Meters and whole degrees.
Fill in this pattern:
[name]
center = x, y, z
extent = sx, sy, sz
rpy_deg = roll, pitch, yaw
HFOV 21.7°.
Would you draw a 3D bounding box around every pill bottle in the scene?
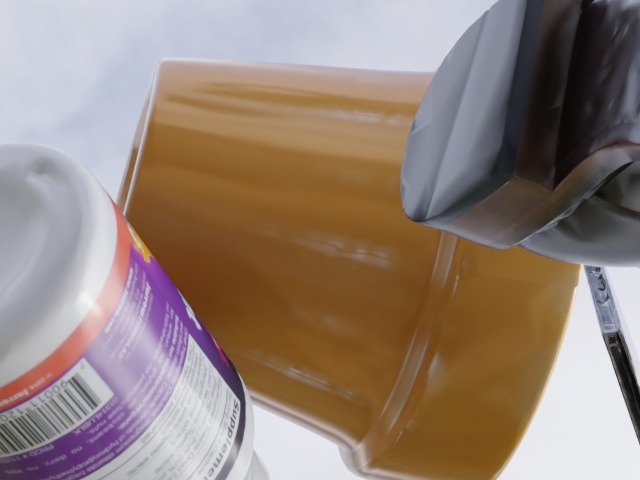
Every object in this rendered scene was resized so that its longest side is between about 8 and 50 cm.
[pill bottle]
center = -0.090, 0.061, 0.646
extent = 0.108, 0.108, 0.193
rpy_deg = 4, -35, 29

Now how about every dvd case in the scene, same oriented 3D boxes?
[dvd case]
center = 0.223, 0.122, 1.146
extent = 0.018, 0.164, 0.221
rpy_deg = -18, -70, 9

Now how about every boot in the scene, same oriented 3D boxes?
[boot]
center = 0.113, -0.032, 0.374
extent = 0.106, 0.082, 0.219
rpy_deg = 21, -16, -20

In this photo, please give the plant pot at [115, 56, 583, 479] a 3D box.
[plant pot]
center = 0.000, 0.000, 0.771
extent = 0.188, 0.205, 0.205
rpy_deg = 15, -49, -9
